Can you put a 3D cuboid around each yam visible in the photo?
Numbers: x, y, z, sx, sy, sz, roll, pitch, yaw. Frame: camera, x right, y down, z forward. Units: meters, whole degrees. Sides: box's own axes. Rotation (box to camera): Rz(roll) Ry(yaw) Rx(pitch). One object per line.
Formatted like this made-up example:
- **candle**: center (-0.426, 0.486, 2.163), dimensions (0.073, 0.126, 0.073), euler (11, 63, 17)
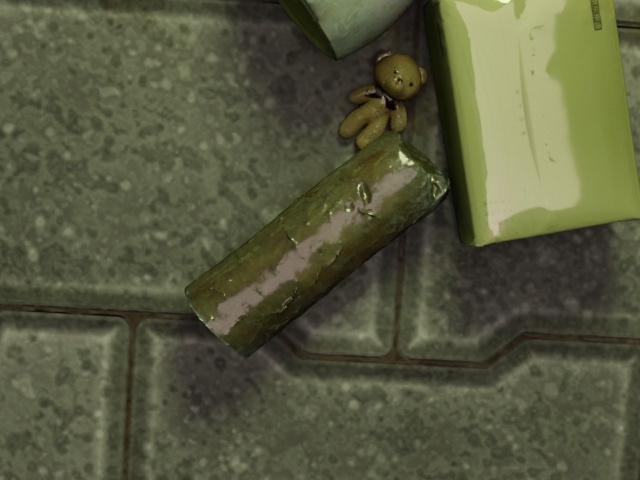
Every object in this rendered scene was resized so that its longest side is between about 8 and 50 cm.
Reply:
- **yam**: center (0.000, 0.000, 1.504), dimensions (0.259, 0.093, 0.093), euler (-39, 96, -1)

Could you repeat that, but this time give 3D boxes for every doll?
- **doll**: center (0.059, -0.130, 1.532), dimensions (0.061, 0.051, 0.093), euler (33, 120, -7)

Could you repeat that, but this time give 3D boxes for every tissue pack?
- **tissue pack**: center (0.191, -0.121, 1.491), dimensions (0.159, 0.125, 0.234), euler (-9, 95, -4)

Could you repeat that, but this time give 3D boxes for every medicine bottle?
- **medicine bottle**: center (0.027, -0.254, 1.458), dimensions (0.143, 0.147, 0.147), euler (-37, 96, -4)
